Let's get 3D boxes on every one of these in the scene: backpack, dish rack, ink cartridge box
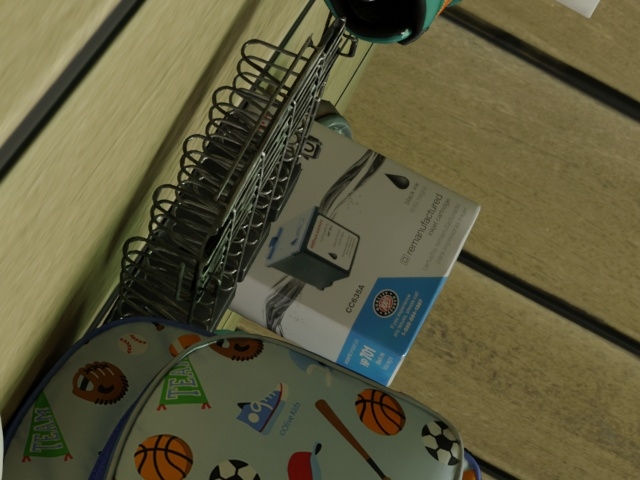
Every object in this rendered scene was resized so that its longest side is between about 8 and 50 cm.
[{"bbox_3d":[-0.061,0.173,1.078,0.213,0.263,0.276,108,4,-51],"label":"backpack"},{"bbox_3d":[-0.061,-0.025,1.202,0.208,0.074,0.271,-63,178,-23],"label":"dish rack"},{"bbox_3d":[0.000,0.000,1.444,0.139,0.191,0.082,-62,178,-22],"label":"ink cartridge box"}]

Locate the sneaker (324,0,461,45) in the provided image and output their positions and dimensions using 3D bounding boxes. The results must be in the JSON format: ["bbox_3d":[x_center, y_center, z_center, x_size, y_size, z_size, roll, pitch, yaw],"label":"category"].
[{"bbox_3d":[0.045,-0.188,1.313,0.121,0.108,0.302,-61,171,-1],"label":"sneaker"}]

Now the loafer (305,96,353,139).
[{"bbox_3d":[-0.038,-0.065,1.661,0.096,0.084,0.267,-29,165,-16],"label":"loafer"}]

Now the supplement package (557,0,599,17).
[{"bbox_3d":[0.151,-0.305,1.117,0.293,0.177,0.175,-60,179,-41],"label":"supplement package"}]

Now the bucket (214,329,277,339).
[{"bbox_3d":[-0.078,0.214,1.446,0.183,0.281,0.281,-69,-174,-55],"label":"bucket"}]

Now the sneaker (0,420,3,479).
[{"bbox_3d":[-0.147,0.119,0.655,0.094,0.080,0.212,-86,-159,-63],"label":"sneaker"}]
